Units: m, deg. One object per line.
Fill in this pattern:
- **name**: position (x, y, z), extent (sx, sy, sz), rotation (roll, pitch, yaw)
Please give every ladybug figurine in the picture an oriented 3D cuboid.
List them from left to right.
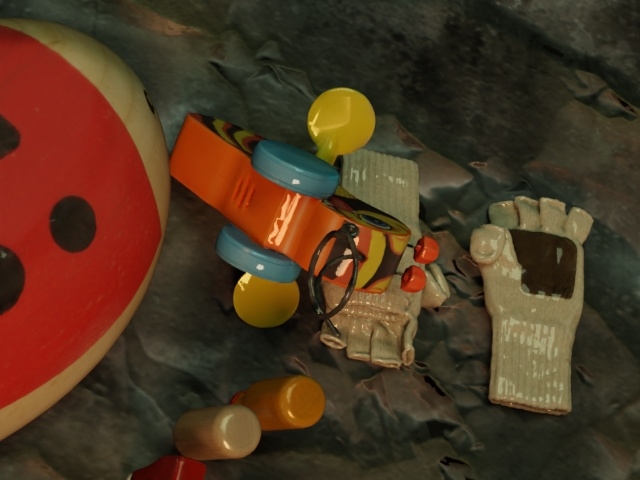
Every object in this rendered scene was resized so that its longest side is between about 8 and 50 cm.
- **ladybug figurine**: position (-0.281, -0.012, 1.313), extent (0.305, 0.162, 0.449), rotation (38, 56, 3)

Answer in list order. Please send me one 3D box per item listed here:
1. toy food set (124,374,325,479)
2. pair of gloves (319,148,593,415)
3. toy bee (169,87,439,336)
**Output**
- **toy food set**: position (-0.083, 0.205, 1.322), extent (0.111, 0.104, 0.232), rotation (19, 74, -25)
- **pair of gloves**: position (0.113, 0.028, 1.507), extent (0.240, 0.042, 0.204), rotation (18, 57, -9)
- **toy bee**: position (0.000, 0.000, 1.404), extent (0.162, 0.195, 0.298), rotation (15, 37, -35)
